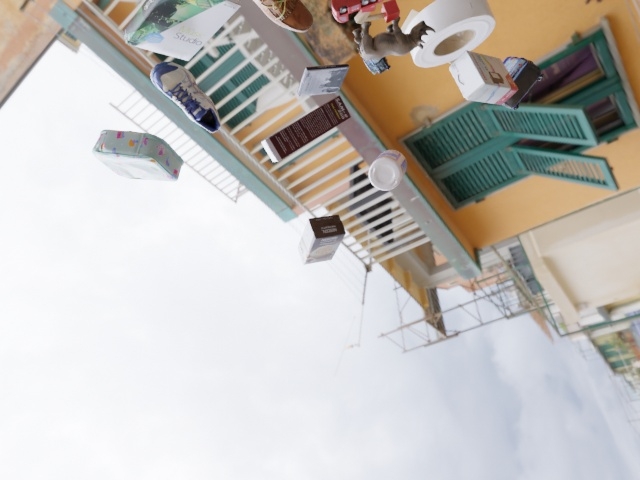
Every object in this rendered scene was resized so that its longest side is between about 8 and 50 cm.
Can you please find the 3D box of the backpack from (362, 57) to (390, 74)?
[{"bbox_3d":[0.221,-0.748,1.876,0.114,0.084,0.105,45,-155,-36],"label":"backpack"}]

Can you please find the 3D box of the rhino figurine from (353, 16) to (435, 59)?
[{"bbox_3d":[0.225,-0.610,1.381,0.073,0.243,0.106,28,-126,-86],"label":"rhino figurine"}]

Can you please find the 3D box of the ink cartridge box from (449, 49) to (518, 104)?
[{"bbox_3d":[0.484,-0.480,1.352,0.175,0.072,0.127,-7,-112,-37],"label":"ink cartridge box"}]

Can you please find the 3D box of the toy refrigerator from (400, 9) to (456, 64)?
[{"bbox_3d":[0.448,-0.787,1.775,0.270,0.094,0.102,11,-148,-38],"label":"toy refrigerator"}]

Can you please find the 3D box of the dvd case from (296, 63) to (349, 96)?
[{"bbox_3d":[0.012,-0.805,2.294,0.239,0.179,0.029,-14,-111,-25],"label":"dvd case"}]

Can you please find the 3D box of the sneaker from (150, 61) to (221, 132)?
[{"bbox_3d":[-0.432,-0.475,1.529,0.131,0.112,0.296,56,-168,30],"label":"sneaker"}]

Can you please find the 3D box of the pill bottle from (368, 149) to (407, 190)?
[{"bbox_3d":[0.324,-0.340,2.145,0.152,0.152,0.272,58,-154,-9],"label":"pill bottle"}]

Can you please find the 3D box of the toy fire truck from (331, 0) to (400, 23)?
[{"bbox_3d":[0.128,-0.656,1.291,0.135,0.192,0.047,51,-159,-79],"label":"toy fire truck"}]

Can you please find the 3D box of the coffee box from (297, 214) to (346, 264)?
[{"bbox_3d":[0.000,0.000,1.949,0.141,0.246,0.098,-10,-116,-19],"label":"coffee box"}]

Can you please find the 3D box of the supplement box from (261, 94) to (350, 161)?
[{"bbox_3d":[-0.044,-0.312,1.288,0.073,0.239,0.130,58,175,-14],"label":"supplement box"}]

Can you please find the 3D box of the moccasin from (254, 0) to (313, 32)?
[{"bbox_3d":[-0.179,-0.950,1.747,0.380,0.139,0.147,39,-177,-26],"label":"moccasin"}]

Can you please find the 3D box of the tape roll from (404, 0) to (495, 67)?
[{"bbox_3d":[0.434,-0.706,1.537,0.286,0.286,0.100,-7,-103,-59],"label":"tape roll"}]

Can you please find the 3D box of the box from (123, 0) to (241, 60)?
[{"bbox_3d":[-0.436,-0.699,1.435,0.232,0.322,0.058,-5,-104,-48],"label":"box"}]

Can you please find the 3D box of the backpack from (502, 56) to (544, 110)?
[{"bbox_3d":[0.648,-0.549,1.569,0.117,0.158,0.173,29,-158,-17],"label":"backpack"}]

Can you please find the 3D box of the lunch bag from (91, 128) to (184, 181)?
[{"bbox_3d":[-0.650,-0.298,1.640,0.224,0.279,0.107,52,-132,-67],"label":"lunch bag"}]
